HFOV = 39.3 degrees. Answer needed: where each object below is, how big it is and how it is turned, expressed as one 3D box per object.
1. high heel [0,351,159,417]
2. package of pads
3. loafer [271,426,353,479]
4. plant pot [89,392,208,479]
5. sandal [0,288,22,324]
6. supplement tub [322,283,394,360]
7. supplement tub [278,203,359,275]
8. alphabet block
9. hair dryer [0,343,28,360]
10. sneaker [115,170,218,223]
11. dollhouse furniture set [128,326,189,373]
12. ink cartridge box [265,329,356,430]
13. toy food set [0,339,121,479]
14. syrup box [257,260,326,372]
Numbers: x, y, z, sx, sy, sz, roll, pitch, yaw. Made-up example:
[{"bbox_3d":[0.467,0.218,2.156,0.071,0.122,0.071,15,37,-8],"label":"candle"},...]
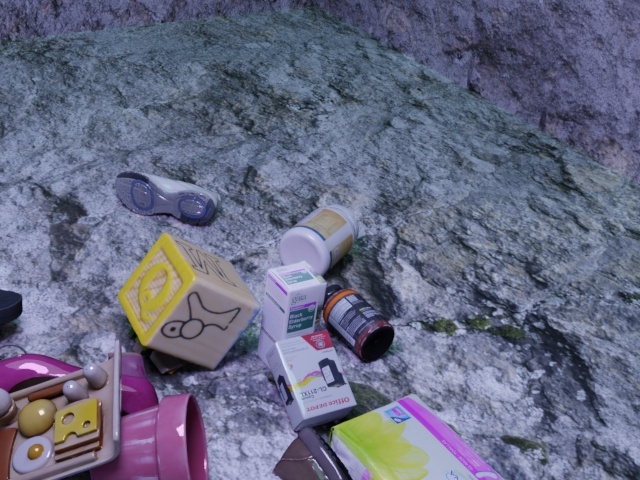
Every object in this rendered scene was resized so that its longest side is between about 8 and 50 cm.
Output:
[{"bbox_3d":[-0.503,0.312,1.717,0.377,0.127,0.181,-8,43,-18],"label":"high heel"},{"bbox_3d":[0.176,0.439,1.703,0.229,0.101,0.296,-15,39,-34],"label":"package of pads"},{"bbox_3d":[0.033,0.499,1.581,0.130,0.134,0.366,-38,46,-3],"label":"loafer"},{"bbox_3d":[-0.307,0.383,1.600,0.180,0.201,0.201,-7,33,2],"label":"plant pot"},{"bbox_3d":[-0.854,0.098,1.926,0.446,0.107,0.167,4,17,7],"label":"sandal"},{"bbox_3d":[0.076,0.182,2.077,0.106,0.106,0.198,-13,38,-32],"label":"supplement tub"},{"bbox_3d":[0.000,0.000,2.307,0.144,0.144,0.200,23,34,21],"label":"supplement tub"},{"bbox_3d":[-0.282,0.131,1.921,0.197,0.192,0.193,30,12,-42],"label":"alphabet block"},{"bbox_3d":[-0.746,0.252,1.777,0.224,0.080,0.293,20,34,18],"label":"hair dryer"},{"bbox_3d":[-0.418,-0.121,2.454,0.297,0.111,0.129,18,17,7],"label":"sneaker"},{"bbox_3d":[-0.358,0.238,1.955,0.151,0.058,0.076,48,38,19],"label":"dollhouse furniture set"},{"bbox_3d":[-0.019,0.288,1.850,0.127,0.072,0.175,-11,64,-28],"label":"ink cartridge box"},{"bbox_3d":[-0.487,0.307,1.567,0.306,0.092,0.219,-20,44,6],"label":"toy food set"},{"bbox_3d":[-0.064,0.170,1.936,0.093,0.237,0.096,-12,38,-32],"label":"syrup box"}]
